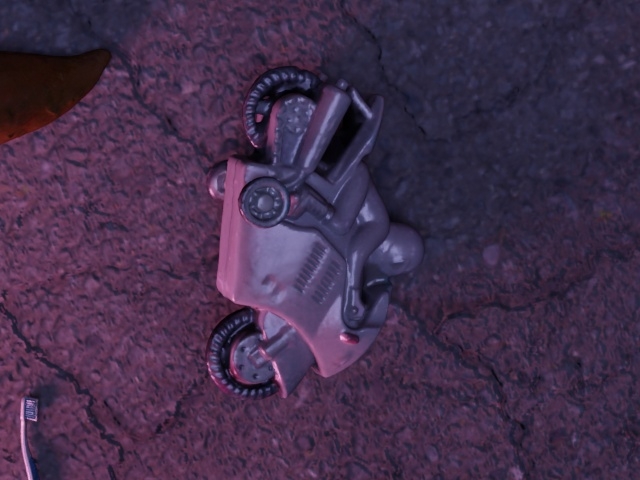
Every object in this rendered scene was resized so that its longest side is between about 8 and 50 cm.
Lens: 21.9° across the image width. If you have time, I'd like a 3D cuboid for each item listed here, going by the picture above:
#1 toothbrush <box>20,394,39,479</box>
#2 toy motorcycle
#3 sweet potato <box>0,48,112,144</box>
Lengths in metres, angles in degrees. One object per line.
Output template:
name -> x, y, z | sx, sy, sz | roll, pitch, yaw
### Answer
toothbrush -> -0.239, 0.204, 1.360 | 0.017, 0.014, 0.162 | 7, 106, 16
toy motorcycle -> 0.000, 0.000, 1.276 | 0.171, 0.110, 0.260 | 6, 98, -20
sweet potato -> -0.337, -0.117, 1.227 | 0.354, 0.095, 0.106 | 6, 64, -7
